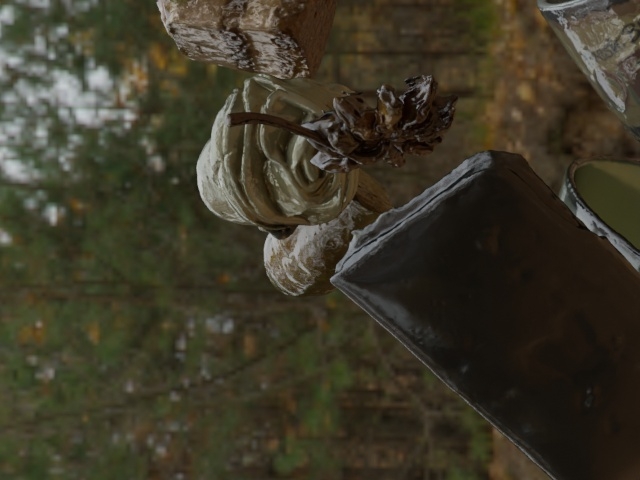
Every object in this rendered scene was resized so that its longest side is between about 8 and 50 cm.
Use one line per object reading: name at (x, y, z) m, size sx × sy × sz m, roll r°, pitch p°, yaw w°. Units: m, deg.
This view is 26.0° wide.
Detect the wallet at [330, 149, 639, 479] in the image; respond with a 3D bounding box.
wallet at (0.197, 0.086, 1.195) m, size 0.377 × 0.197 × 0.051 m, roll 41°, pitch -155°, yaw -22°

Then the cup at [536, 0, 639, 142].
cup at (0.408, -0.208, 1.383) m, size 0.257 × 0.301 × 0.227 m, roll 54°, pitch -143°, yaw -17°

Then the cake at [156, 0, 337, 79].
cake at (-0.128, -0.379, 2.134) m, size 0.199 × 0.293 × 0.196 m, roll 57°, pitch -133°, yaw -72°

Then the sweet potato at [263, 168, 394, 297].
sweet potato at (0.000, 0.000, 2.013) m, size 0.370 × 0.158 × 0.158 m, roll 128°, pitch 150°, yaw -52°

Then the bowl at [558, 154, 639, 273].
bowl at (0.371, 0.077, 1.402) m, size 0.354 × 0.354 × 0.185 m, roll -87°, pitch 18°, yaw -66°

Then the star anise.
star anise at (0.032, -0.113, 1.462) m, size 0.177 × 0.234 × 0.073 m, roll 61°, pitch -157°, yaw -68°

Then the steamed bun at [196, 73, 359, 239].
steamed bun at (-0.037, -0.100, 1.771) m, size 0.144 × 0.218 × 0.211 m, roll -135°, pitch 57°, yaw -65°
